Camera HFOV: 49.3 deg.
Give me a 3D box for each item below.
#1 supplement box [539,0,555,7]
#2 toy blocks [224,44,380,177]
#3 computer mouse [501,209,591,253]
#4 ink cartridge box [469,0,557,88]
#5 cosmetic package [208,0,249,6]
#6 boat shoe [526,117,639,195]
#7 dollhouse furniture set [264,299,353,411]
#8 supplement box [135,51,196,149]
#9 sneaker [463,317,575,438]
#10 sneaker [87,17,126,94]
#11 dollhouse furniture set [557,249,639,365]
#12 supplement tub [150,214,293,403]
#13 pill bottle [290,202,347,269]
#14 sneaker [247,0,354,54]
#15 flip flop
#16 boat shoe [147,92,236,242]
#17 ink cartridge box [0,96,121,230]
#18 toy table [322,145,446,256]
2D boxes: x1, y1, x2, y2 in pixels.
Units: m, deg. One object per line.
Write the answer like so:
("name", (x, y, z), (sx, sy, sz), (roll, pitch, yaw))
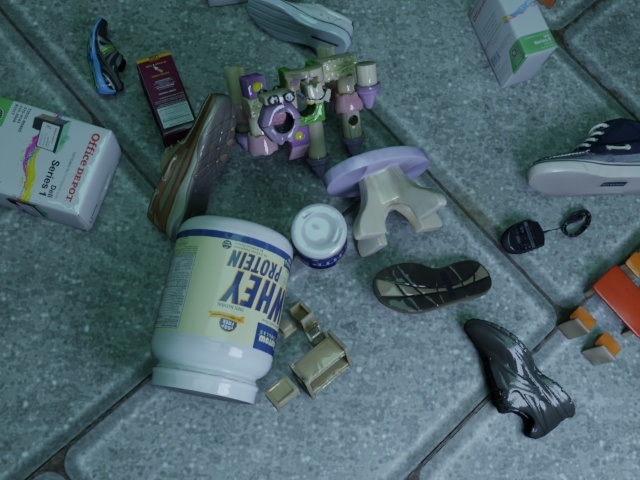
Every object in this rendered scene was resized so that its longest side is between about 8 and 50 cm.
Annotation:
("supplement box", (0.511, -0.690, 1.748), (0.233, 0.078, 0.080), (38, 77, 6))
("toy blocks", (-0.025, -0.240, 1.476), (0.288, 0.309, 0.260), (-17, 119, -18))
("computer mouse", (0.511, -0.022, 1.582), (0.242, 0.041, 0.071), (-14, 85, -17))
("ink cartridge box", (0.450, -0.496, 1.645), (0.093, 0.154, 0.213), (-20, 77, -11))
("cosmetic package", (-0.065, -0.723, 1.651), (0.452, 0.161, 0.230), (-11, 75, -9))
("boat shoe", (0.624, -0.197, 1.607), (0.340, 0.127, 0.158), (1, 67, -14))
("dollhouse furniture set", (-0.055, 0.246, 1.430), (0.182, 0.101, 0.161), (-37, 57, -14))
("supplement box", (-0.333, -0.301, 1.530), (0.080, 0.104, 0.188), (-20, 78, -12))
("sneaker", (0.392, 0.286, 1.445), (0.130, 0.109, 0.286), (-40, 80, -9))
("sneaker", (-0.483, -0.414, 1.576), (0.078, 0.067, 0.188), (-4, 72, -29))
("dollhouse furniture set", (0.695, 0.172, 1.490), (0.262, 0.135, 0.259), (-39, 82, -15))
("supplement tub", (-0.193, 0.137, 1.352), (0.235, 0.235, 0.325), (11, 73, -3))
("pill bottle", (0.000, 0.000, 1.432), (0.111, 0.187, 0.112), (-1, 77, 3))
("sneaker", (-0.044, -0.520, 1.643), (0.258, 0.094, 0.091), (23, 55, -4))
("flip flop", (0.238, 0.101, 1.498), (0.276, 0.080, 0.112), (-8, 70, -24))
("boat shoe", (-0.278, -0.159, 1.446), (0.116, 0.123, 0.325), (26, 99, 18))
("ink cartridge box", (-0.588, -0.163, 1.456), (0.278, 0.117, 0.202), (17, 73, -2))
("toy table", (0.145, -0.088, 1.461), (0.274, 0.252, 0.161), (-12, 72, -31))
